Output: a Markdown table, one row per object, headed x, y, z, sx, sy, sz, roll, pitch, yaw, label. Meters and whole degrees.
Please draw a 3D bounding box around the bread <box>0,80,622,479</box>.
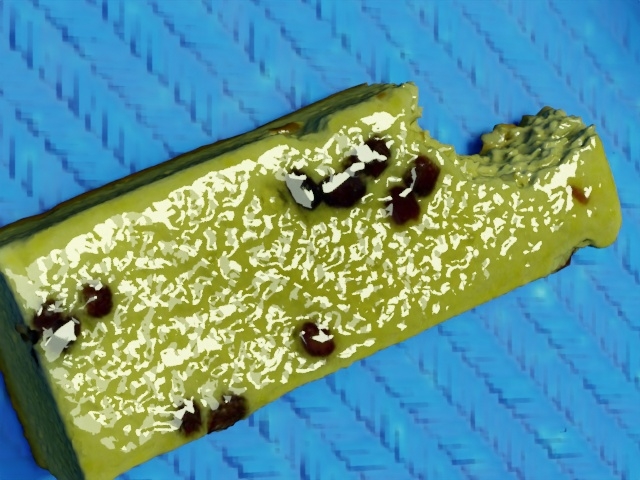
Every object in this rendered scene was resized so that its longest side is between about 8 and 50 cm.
| x | y | z | sx | sy | sz | roll | pitch | yaw | label |
| --- | --- | --- | --- | --- | --- | --- | --- | --- | --- |
| 0.000 | 0.000 | 0.586 | 0.226 | 0.049 | 0.088 | -24 | 100 | -24 | bread |
